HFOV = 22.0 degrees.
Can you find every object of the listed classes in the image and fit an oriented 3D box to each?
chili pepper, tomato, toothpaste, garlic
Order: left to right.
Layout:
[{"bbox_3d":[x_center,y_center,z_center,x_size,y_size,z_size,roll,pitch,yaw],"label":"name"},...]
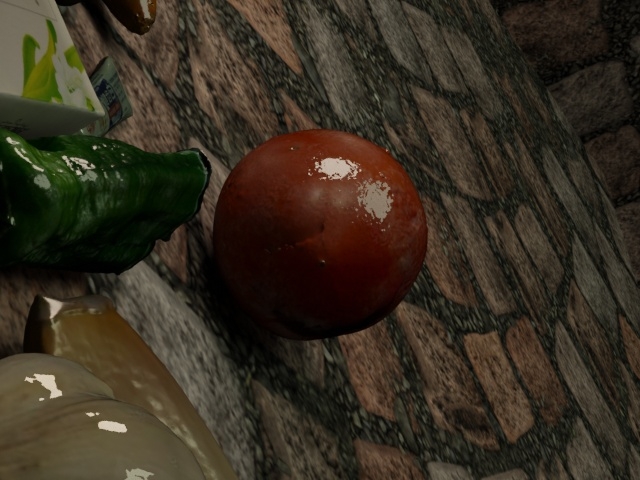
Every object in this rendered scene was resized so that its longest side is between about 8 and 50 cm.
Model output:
[{"bbox_3d":[-0.197,-0.026,1.198,0.270,0.136,0.099,5,72,-64],"label":"chili pepper"},{"bbox_3d":[-0.143,0.198,0.931,0.203,0.185,0.281,67,8,-49],"label":"garlic"},{"bbox_3d":[-0.202,-0.111,1.450,0.060,0.038,0.233,62,14,-13],"label":"toothpaste"},{"bbox_3d":[-0.122,0.179,1.128,0.143,0.112,0.318,-21,85,-50],"label":"garlic"},{"bbox_3d":[0.000,0.000,1.575,0.208,0.208,0.184,48,30,-39],"label":"tomato"}]

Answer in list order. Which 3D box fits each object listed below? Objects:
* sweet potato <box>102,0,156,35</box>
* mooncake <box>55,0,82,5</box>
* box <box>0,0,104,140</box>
[{"bbox_3d":[-0.237,-0.370,1.608,0.359,0.112,0.112,58,18,-4],"label":"sweet potato"},{"bbox_3d":[-0.220,-0.356,1.416,0.284,0.155,0.284,61,-7,13],"label":"mooncake"},{"bbox_3d":[-0.288,-0.188,1.198,0.260,0.111,0.194,63,16,9],"label":"box"}]
